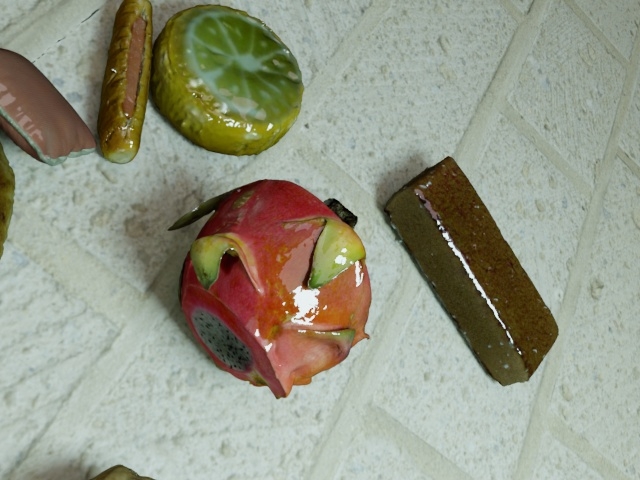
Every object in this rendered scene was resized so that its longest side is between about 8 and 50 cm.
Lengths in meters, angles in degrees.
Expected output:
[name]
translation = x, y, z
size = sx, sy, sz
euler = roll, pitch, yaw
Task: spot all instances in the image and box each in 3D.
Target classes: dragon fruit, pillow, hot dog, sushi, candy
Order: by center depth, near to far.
[pillow]
translation = -0.387, -0.173, 0.863
size = 0.179, 0.075, 0.171
euler = 50, 9, -10
[dragon fruit]
translation = -0.081, 0.077, 0.878
size = 0.189, 0.291, 0.290
euler = -33, 91, -35
[hot dog]
translation = -0.292, -0.246, 0.985
size = 0.061, 0.088, 0.285
euler = 14, 58, -30
[candy]
translation = -0.150, -0.261, 1.067
size = 0.260, 0.118, 0.259
euler = 16, 57, -27
[sushi]
translation = 0.000, 0.000, 1.073
size = 0.078, 0.090, 0.150
euler = 41, 55, -9

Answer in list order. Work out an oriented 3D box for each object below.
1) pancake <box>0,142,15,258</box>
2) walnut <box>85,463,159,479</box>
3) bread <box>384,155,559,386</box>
[pancake]
translation = -0.521, -0.088, 0.767
size = 0.305, 0.067, 0.426
euler = 8, 68, -31
[walnut]
translation = -0.225, 0.368, 0.703
size = 0.198, 0.198, 0.244
euler = 12, 65, -30
[bread]
translation = 0.287, 0.056, 1.233
size = 0.165, 0.113, 0.416
euler = -35, 94, -38
